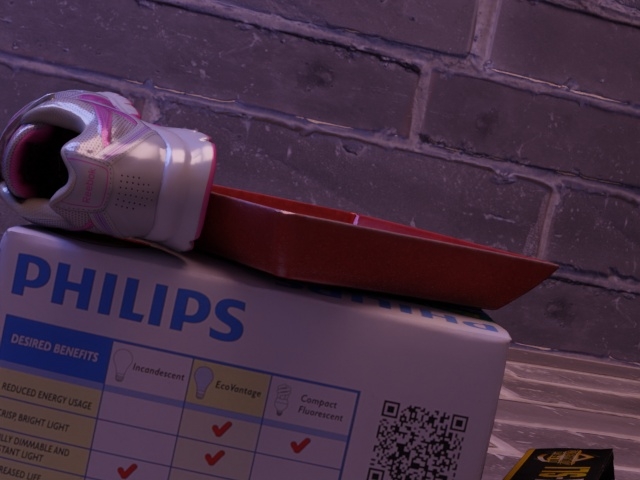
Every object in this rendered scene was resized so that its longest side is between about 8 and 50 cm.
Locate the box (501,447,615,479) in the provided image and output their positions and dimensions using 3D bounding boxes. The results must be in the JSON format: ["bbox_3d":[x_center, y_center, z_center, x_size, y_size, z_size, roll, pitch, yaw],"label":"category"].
[{"bbox_3d":[0.169,0.299,0.887,0.079,0.257,0.322,-3,0,18],"label":"box"}]

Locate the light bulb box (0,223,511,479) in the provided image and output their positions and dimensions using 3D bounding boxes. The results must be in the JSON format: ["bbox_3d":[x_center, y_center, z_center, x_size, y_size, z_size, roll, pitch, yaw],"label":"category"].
[{"bbox_3d":[-0.076,0.192,0.939,0.357,0.361,0.225,12,4,-1],"label":"light bulb box"}]

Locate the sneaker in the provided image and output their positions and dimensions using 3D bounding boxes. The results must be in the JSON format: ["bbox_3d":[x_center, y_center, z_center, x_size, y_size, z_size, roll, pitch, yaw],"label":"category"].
[{"bbox_3d":[-0.178,-0.061,0.877,0.111,0.103,0.252,10,2,-37],"label":"sneaker"}]

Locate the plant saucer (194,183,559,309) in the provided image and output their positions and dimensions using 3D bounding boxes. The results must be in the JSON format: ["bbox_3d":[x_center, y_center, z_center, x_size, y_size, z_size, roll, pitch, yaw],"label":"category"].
[{"bbox_3d":[0.000,0.000,0.940,0.259,0.048,0.258,11,3,-37],"label":"plant saucer"}]
